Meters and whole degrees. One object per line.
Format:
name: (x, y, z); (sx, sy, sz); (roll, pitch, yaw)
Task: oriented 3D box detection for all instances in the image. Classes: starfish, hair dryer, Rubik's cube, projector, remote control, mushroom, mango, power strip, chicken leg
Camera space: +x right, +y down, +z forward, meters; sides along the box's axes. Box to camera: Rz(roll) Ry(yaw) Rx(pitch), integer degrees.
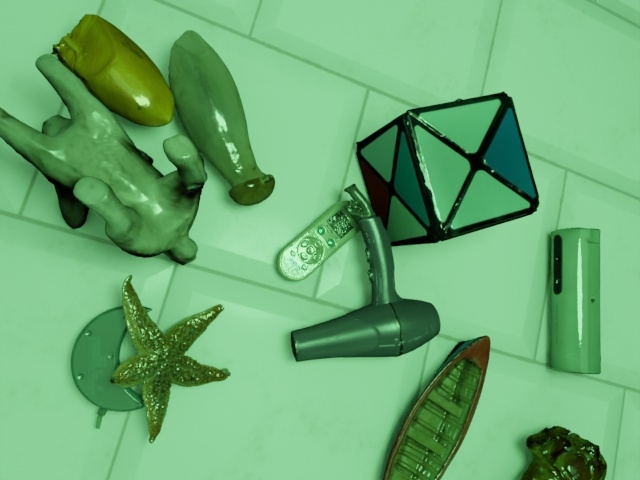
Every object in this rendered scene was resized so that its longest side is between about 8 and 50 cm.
starfish: (-0.272, 0.197, 0.843); (0.231, 0.048, 0.295); (-14, 91, -39)
hair dryer: (0.074, 0.066, 0.937); (0.301, 0.121, 0.361); (-8, 89, -12)
Rubik's cube: (0.250, -0.135, 0.948); (0.246, 0.248, 0.250); (-15, 89, -18)
projector: (0.606, 0.141, 1.096); (0.108, 0.108, 0.338); (6, 82, -16)
remote control: (0.000, 0.000, 0.966); (0.221, 0.042, 0.078); (-41, 95, -17)
mushroom: (-0.196, -0.230, 0.892); (0.128, 0.128, 0.350); (-28, 96, -17)
mango: (-0.359, -0.295, 0.826); (0.252, 0.154, 0.126); (41, 92, 8)
power strip: (-0.372, 0.226, 0.829); (0.137, 0.044, 0.216); (1, 83, -17)
chicken leg: (0.475, 0.522, 0.999); (0.361, 0.140, 0.212); (-12, 96, -21)

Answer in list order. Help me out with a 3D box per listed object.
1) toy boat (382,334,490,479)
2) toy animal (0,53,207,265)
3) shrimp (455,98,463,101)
toy boat: (0.248, 0.370, 0.980); (0.136, 0.079, 0.392); (34, 77, -8)
toy animal: (-0.354, -0.097, 0.789); (0.344, 0.303, 0.194); (37, 69, 15)
shrimp: (0.376, -0.258, 1.107); (0.101, 0.042, 0.190); (-32, 95, -10)
